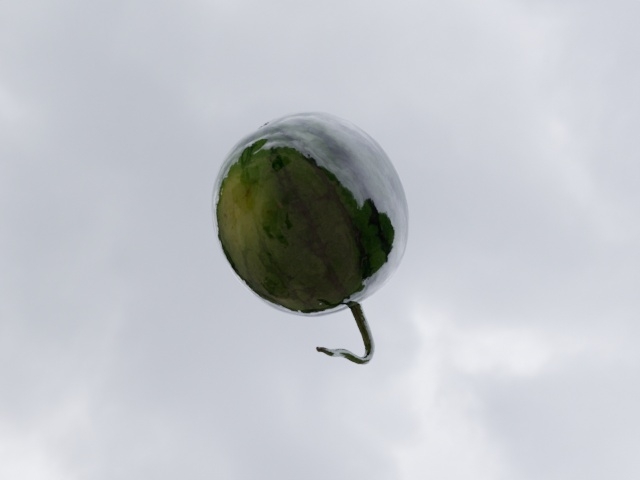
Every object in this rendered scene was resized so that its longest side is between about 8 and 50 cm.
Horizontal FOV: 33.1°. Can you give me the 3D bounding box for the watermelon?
[{"bbox_3d":[0.000,0.000,0.779,0.140,0.140,0.187,-12,-75,39],"label":"watermelon"}]
